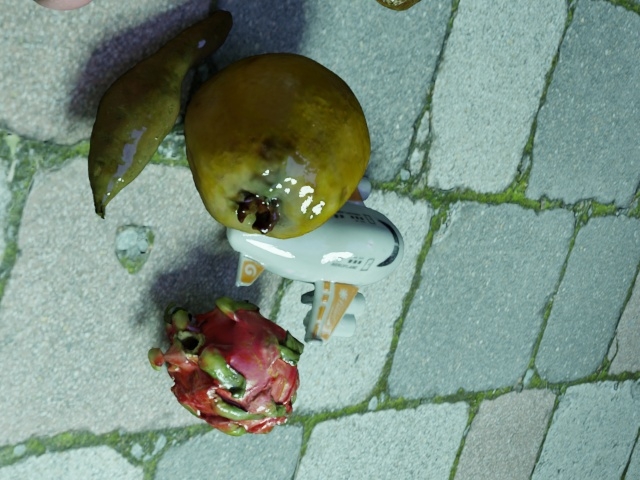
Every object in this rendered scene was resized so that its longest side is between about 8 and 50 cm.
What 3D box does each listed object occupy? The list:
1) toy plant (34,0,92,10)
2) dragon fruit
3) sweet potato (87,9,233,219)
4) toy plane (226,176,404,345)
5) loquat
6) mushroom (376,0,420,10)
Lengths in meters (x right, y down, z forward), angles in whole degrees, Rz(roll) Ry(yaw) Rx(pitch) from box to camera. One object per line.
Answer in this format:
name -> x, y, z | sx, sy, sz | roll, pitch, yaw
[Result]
toy plant -> -0.229, -0.258, 0.875 | 0.356, 0.210, 0.317 | -11, 120, -30
dragon fruit -> -0.102, 0.132, 1.262 | 0.160, 0.166, 0.172 | -21, 150, 9
sweet potato -> -0.167, -0.142, 1.103 | 0.269, 0.075, 0.075 | -60, 142, -26
toy plane -> 0.000, 0.000, 1.305 | 0.245, 0.117, 0.244 | 4, 83, -34
loquat -> -0.044, -0.097, 1.152 | 0.234, 0.187, 0.176 | -70, 166, -50
mushroom -> 0.092, -0.322, 1.276 | 0.127, 0.087, 0.127 | -27, 132, -35
